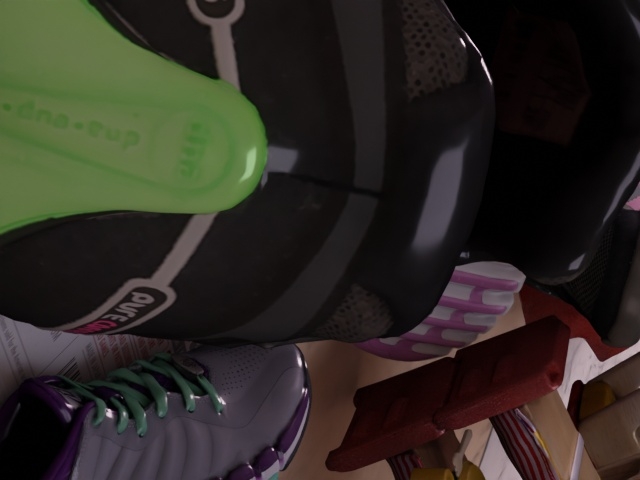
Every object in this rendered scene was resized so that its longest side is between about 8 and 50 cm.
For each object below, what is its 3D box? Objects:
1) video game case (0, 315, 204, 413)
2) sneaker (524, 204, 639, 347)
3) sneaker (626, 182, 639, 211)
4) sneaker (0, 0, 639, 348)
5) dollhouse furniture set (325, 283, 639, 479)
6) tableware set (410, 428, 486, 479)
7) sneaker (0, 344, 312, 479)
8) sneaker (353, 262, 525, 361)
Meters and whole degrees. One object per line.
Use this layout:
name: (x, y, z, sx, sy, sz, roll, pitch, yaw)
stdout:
video game case: (-0.065, -0.048, 0.745, 0.300, 0.036, 0.329, -47, 149, -29)
sneaker: (0.143, 0.003, 1.014, 0.227, 0.130, 0.087, -90, -165, -79)
sneaker: (0.193, -0.066, 1.154, 0.131, 0.112, 0.319, -28, 146, -13)
sneaker: (0.013, -0.054, 0.551, 0.483, 0.202, 0.185, -46, 153, -68)
dollhouse furniture set: (0.148, 0.139, 1.142, 0.201, 0.152, 0.374, 64, 18, -9)
tableware set: (0.084, 0.193, 0.920, 0.104, 0.024, 0.154, -49, 124, -63)
sneaker: (-0.082, 0.084, 0.705, 0.223, 0.083, 0.098, -38, 139, -39)
sneaker: (0.084, -0.032, 0.971, 0.095, 0.104, 0.236, 17, 122, -22)
